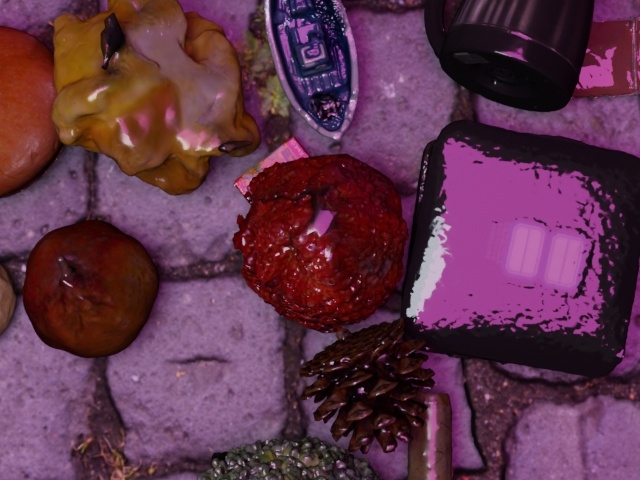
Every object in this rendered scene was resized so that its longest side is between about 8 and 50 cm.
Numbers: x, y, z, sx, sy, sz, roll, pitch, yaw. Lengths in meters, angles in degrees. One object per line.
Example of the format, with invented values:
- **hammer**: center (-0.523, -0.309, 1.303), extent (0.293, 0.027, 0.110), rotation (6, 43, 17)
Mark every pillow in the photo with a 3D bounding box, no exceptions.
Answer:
- **pillow**: center (0.488, -0.287, 1.624), extent (0.233, 0.043, 0.126), rotation (-5, 84, 3)

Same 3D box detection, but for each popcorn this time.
- **popcorn**: center (-0.258, -0.212, 1.536), extent (0.297, 0.281, 0.315), rotation (-30, 103, -31)

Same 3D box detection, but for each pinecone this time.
- **pinecone**: center (0.075, 0.214, 1.518), extent (0.208, 0.208, 0.207), rotation (0, 87, 1)

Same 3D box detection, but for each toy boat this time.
- **toy boat**: center (-0.012, -0.298, 1.584), extent (0.129, 0.142, 0.309), rotation (-15, 88, 2)

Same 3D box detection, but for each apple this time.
- **apple**: center (-0.508, -0.194, 1.548), extent (0.272, 0.206, 0.251), rotation (-28, 75, 11)

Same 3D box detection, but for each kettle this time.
- **kettle**: center (0.308, -0.357, 1.577), extent (0.207, 0.251, 0.271), rotation (26, 82, -26)

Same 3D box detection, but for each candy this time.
- **candy**: center (-0.070, -0.101, 1.626), extent (0.122, 0.038, 0.062), rotation (-38, 87, -1)

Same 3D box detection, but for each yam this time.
- **yam**: center (0.163, 0.414, 1.576), extent (0.083, 0.083, 0.371), rotation (3, 88, 1)

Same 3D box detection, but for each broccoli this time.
- **broccoli**: center (-0.034, 0.410, 1.502), extent (0.288, 0.248, 0.245), rotation (10, 92, 7)

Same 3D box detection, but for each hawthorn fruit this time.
- **hawthorn fruit**: center (-0.345, 0.065, 1.518), extent (0.208, 0.248, 0.208), rotation (-1, 81, 4)

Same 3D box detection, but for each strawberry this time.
- **strawberry**: center (0.000, 0.000, 1.518), extent (0.274, 0.220, 0.274), rotation (0, 97, 4)

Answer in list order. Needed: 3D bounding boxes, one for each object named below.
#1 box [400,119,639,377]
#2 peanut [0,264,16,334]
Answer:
- **box**: center (0.310, 0.015, 1.590), extent (0.351, 0.091, 0.359), rotation (9, 88, 2)
- **peanut**: center (-0.542, 0.085, 1.586), extent (0.159, 0.109, 0.140), rotation (36, 60, -8)
